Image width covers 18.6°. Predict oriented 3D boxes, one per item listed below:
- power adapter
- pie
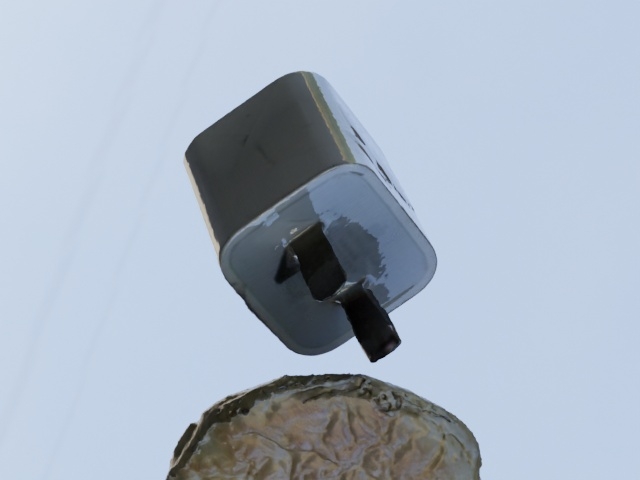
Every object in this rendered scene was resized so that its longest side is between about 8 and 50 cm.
[{"bbox_3d":[0.000,0.000,1.312,0.125,0.130,0.205,-34,-143,7],"label":"power adapter"},{"bbox_3d":[0.017,0.165,1.270,0.185,0.218,0.052,-36,-156,28],"label":"pie"}]
